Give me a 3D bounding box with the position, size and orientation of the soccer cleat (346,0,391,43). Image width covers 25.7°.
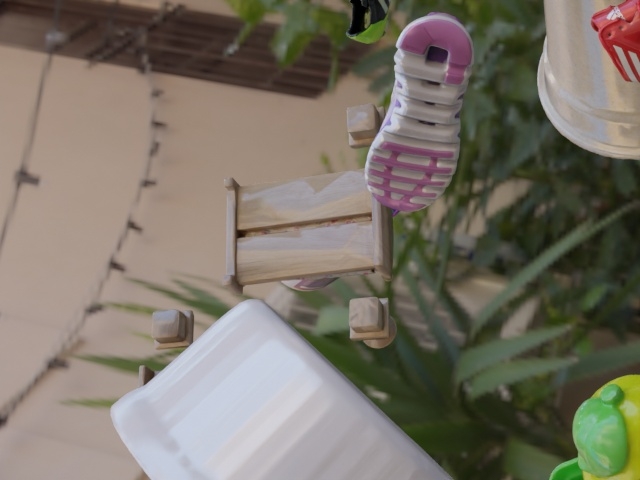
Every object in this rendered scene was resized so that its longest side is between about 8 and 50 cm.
[{"bbox_3d":[0.082,-0.391,2.156,0.072,0.060,0.178,-6,-68,-52],"label":"soccer cleat"}]

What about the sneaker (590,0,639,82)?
[{"bbox_3d":[0.339,-0.248,1.400,0.087,0.128,0.221,-92,-2,-59],"label":"sneaker"}]

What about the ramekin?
[{"bbox_3d":[-0.005,0.169,1.013,0.135,0.277,0.277,-46,-21,-3],"label":"ramekin"}]

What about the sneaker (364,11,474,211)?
[{"bbox_3d":[0.113,-0.144,1.510,0.104,0.095,0.236,-74,-3,-60],"label":"sneaker"}]

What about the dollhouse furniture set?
[{"bbox_3d":[-0.049,0.042,1.710,0.174,0.303,0.355,50,-143,-62],"label":"dollhouse furniture set"}]

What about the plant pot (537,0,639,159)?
[{"bbox_3d":[0.425,-0.329,1.854,0.333,0.334,0.305,-69,-29,-28],"label":"plant pot"}]

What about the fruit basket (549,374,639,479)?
[{"bbox_3d":[0.414,0.291,1.519,0.392,0.392,0.283,53,-159,-68],"label":"fruit basket"}]

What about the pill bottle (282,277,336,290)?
[{"bbox_3d":[0.000,0.000,1.802,0.193,0.108,0.108,143,144,-73],"label":"pill bottle"}]

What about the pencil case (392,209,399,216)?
[{"bbox_3d":[0.075,-0.045,1.947,0.151,0.070,0.064,117,174,-78],"label":"pencil case"}]
